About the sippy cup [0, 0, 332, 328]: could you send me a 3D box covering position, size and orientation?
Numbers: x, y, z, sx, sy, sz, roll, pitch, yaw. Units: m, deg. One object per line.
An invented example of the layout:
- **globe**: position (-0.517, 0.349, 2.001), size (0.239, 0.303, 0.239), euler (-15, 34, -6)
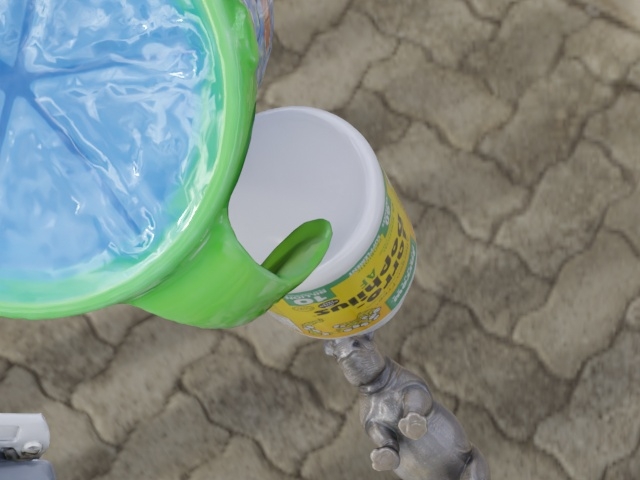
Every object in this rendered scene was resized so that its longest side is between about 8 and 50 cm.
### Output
- **sippy cup**: position (-0.127, -0.105, 0.747), size (0.240, 0.305, 0.224), euler (-3, 18, 12)

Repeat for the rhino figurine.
- **rhino figurine**: position (0.070, 0.153, 1.216), size (0.073, 0.243, 0.106), euler (-33, 15, 14)

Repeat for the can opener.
- **can opener**: position (-0.370, 0.194, 1.233), size (0.283, 0.076, 0.095), euler (3, 39, -27)

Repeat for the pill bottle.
- **pill bottle**: position (0.000, 0.000, 0.922), size (0.117, 0.208, 0.118), euler (-3, 73, 11)
